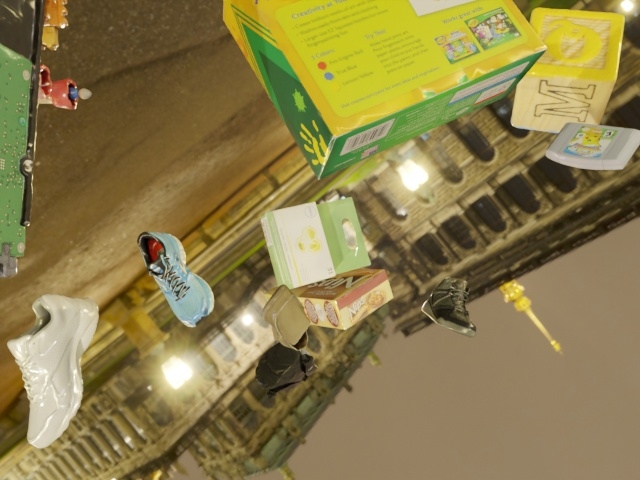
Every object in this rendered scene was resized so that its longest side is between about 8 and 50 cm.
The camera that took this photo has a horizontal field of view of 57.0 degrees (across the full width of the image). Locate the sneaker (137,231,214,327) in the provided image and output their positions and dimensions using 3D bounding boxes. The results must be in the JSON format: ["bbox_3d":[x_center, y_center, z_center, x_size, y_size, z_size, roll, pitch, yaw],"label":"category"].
[{"bbox_3d":[-0.208,0.052,0.808,0.063,0.162,0.073,-41,156,5],"label":"sneaker"}]

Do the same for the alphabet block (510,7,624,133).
[{"bbox_3d":[0.545,-0.372,1.316,0.197,0.193,0.193,65,38,-63],"label":"alphabet block"}]

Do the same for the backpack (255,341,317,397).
[{"bbox_3d":[-0.086,0.326,1.548,0.152,0.115,0.182,-42,159,4],"label":"backpack"}]

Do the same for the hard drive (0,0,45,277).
[{"bbox_3d":[-0.298,-0.146,0.408,0.064,0.339,0.237,-1,175,14],"label":"hard drive"}]

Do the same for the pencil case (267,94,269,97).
[{"bbox_3d":[-0.119,-0.410,1.442,0.064,0.070,0.152,-21,150,2],"label":"pencil case"}]

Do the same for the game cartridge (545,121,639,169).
[{"bbox_3d":[0.285,-0.099,0.620,0.083,0.017,0.056,20,-116,45],"label":"game cartridge"}]

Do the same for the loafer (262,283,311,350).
[{"bbox_3d":[-0.041,0.108,0.809,0.056,0.050,0.148,-54,160,-20],"label":"loafer"}]

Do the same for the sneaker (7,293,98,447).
[{"bbox_3d":[-0.421,0.189,0.888,0.090,0.232,0.115,-16,151,37],"label":"sneaker"}]

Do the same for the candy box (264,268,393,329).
[{"bbox_3d":[0.015,0.147,1.573,0.182,0.088,0.316,-29,-163,-35],"label":"candy box"}]

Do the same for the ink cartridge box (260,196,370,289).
[{"bbox_3d":[0.000,0.000,1.292,0.234,0.171,0.056,-14,177,-23],"label":"ink cartridge box"}]

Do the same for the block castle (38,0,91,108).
[{"bbox_3d":[-0.742,-0.590,1.550,0.212,0.454,0.303,0,-174,-5],"label":"block castle"}]

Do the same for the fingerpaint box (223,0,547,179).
[{"bbox_3d":[0.105,-0.371,1.061,0.444,0.371,0.163,-26,167,-19],"label":"fingerpaint box"}]

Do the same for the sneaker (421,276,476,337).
[{"bbox_3d":[0.351,0.168,1.541,0.130,0.087,0.227,-64,-165,7],"label":"sneaker"}]
